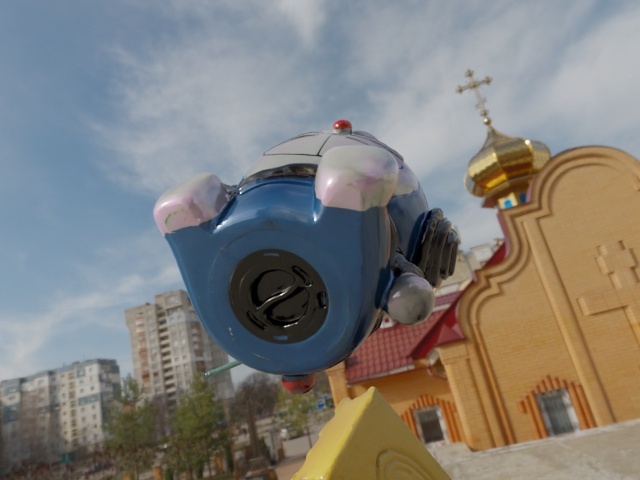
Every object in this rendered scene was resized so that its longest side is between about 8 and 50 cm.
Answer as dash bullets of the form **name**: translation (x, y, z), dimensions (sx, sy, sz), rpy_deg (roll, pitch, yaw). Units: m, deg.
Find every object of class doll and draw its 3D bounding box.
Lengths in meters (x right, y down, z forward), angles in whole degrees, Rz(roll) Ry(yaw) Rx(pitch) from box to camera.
- **doll**: translation (0.000, 0.000, 0.489), dimensions (0.284, 0.240, 0.310), rpy_deg (6, 18, 10)

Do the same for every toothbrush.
- **toothbrush**: translation (-0.123, 0.205, 0.823), dimensions (0.167, 0.011, 0.014), rpy_deg (-21, -30, -8)

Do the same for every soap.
- **soap**: translation (0.117, 0.410, 0.696), dimensions (0.096, 0.324, 0.204), rpy_deg (-38, 3, 40)
